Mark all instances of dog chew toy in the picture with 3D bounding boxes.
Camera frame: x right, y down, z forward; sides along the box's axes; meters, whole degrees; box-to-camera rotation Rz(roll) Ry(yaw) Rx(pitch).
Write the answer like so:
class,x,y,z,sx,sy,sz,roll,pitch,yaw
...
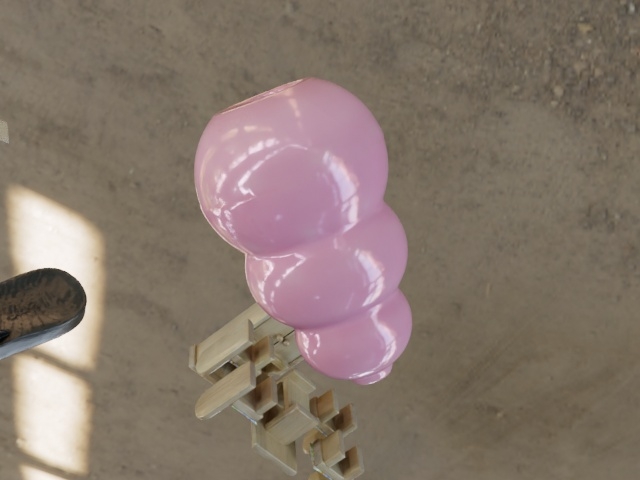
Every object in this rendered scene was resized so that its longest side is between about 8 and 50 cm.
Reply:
class,x,y,z,sx,sy,sz,roll,pitch,yaw
dog chew toy,0.000,0.000,1.027,0.206,0.206,0.332,-14,105,34

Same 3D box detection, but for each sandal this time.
class,x,y,z,sx,sy,sz,roll,pitch,yaw
sandal,-0.572,0.138,1.496,0.167,0.446,0.107,40,137,22

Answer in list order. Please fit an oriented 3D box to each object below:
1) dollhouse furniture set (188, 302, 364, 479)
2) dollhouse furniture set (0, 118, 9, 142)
class,x,y,z,sx,sy,sz,roll,pitch,yaw
dollhouse furniture set,-0.082,0.209,1.266,0.161,0.242,0.212,-36,121,19
dollhouse furniture set,-0.382,-0.105,0.968,0.114,0.081,0.091,25,-179,36
